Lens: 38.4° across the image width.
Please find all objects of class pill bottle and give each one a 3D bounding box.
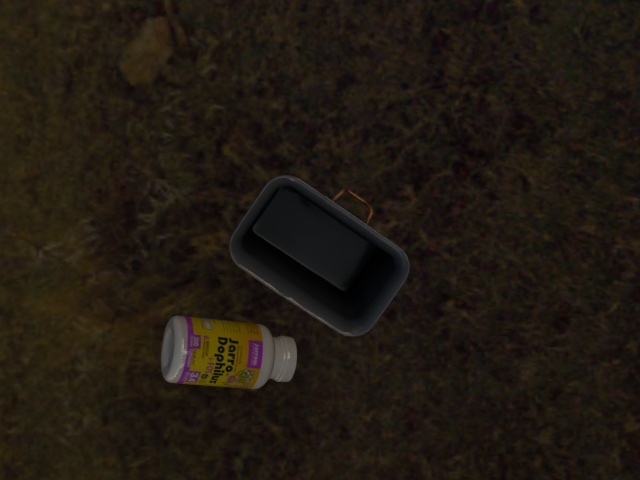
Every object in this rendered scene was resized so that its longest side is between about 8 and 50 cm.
[{"bbox_3d":[-0.059,0.074,0.600,0.043,0.083,0.043,-172,90,-68],"label":"pill bottle"}]

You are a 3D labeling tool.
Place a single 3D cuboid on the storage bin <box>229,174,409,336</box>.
[{"bbox_3d":[0.000,0.000,0.764,0.098,0.135,0.091,-55,10,7],"label":"storage bin"}]
